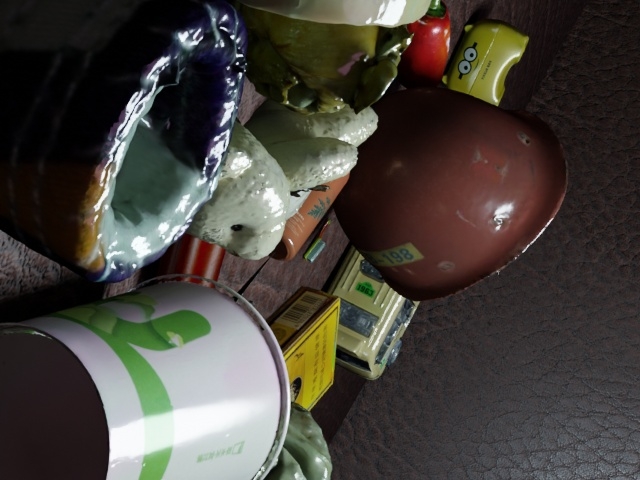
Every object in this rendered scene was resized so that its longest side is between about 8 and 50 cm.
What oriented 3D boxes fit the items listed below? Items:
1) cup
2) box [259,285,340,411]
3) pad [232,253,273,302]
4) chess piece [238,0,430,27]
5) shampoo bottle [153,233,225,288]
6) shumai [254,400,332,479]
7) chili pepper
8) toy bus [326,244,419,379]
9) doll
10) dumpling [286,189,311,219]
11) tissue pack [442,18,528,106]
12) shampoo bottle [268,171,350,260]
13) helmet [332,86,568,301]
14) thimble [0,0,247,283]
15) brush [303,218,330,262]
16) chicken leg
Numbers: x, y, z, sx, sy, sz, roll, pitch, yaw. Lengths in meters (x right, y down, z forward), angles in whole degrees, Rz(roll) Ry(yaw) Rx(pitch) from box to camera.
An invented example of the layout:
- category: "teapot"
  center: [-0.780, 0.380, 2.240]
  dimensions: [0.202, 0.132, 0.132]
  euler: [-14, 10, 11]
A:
- category: "cup"
  center: [-0.197, 0.162, 0.967]
  dimensions: [0.274, 0.253, 0.253]
  euler: [-3, 121, -64]
- category: "box"
  center: [-0.068, 0.233, 1.782]
  dimensions: [0.301, 0.084, 0.193]
  euler: [-42, 142, -54]
- category: "pad"
  center: [-0.142, 0.117, 1.331]
  dimensions: [0.159, 0.009, 0.265]
  euler: [-54, -175, -33]
- category: "chess piece"
  center: [0.035, -0.398, 0.734]
  dimensions: [0.234, 0.234, 0.442]
  euler: [-40, 150, -56]
- category: "shampoo bottle"
  center: [-0.146, 0.017, 1.186]
  dimensions: [0.102, 0.064, 0.260]
  euler: [-44, 159, -53]
- category: "shumai"
  center: [-0.160, 0.241, 1.281]
  dimensions: [0.263, 0.309, 0.304]
  euler: [65, 18, -44]
- category: "chili pepper"
  center: [0.161, -0.311, 1.651]
  dimensions: [0.368, 0.091, 0.137]
  euler: [89, 14, -77]
- category: "toy bus"
  center: [0.118, 0.086, 2.081]
  dimensions: [0.365, 0.176, 0.202]
  euler: [-62, 163, -9]
- category: "doll"
  center: [-0.053, -0.077, 1.035]
  dimensions: [0.175, 0.149, 0.278]
  euler: [-19, -168, 46]
- category: "dumpling"
  center: [-0.039, -0.090, 1.299]
  dimensions: [0.177, 0.092, 0.150]
  euler: [-65, 165, 14]
- category: "tissue pack"
  center: [0.325, -0.353, 2.054]
  dimensions: [0.178, 0.127, 0.123]
  euler: [-66, 173, 22]
- category: "shampoo bottle"
  center: [-0.011, -0.082, 1.449]
  dimensions: [0.244, 0.085, 0.085]
  euler: [-55, 166, -28]
- category: "helmet"
  center: [0.151, -0.104, 1.567]
  dimensions: [0.385, 0.230, 0.338]
  euler: [0, -117, 55]
- category: "thimble"
  center: [-0.157, -0.091, 0.753]
  dimensions: [0.237, 0.150, 0.237]
  euler: [-58, 167, -22]
- category: "brush"
  center: [0.000, 0.000, 1.783]
  dimensions: [0.083, 0.021, 0.019]
  euler: [-58, 164, -14]
- category: "chicken leg"
  center: [0.028, -0.257, 1.070]
  dimensions: [0.153, 0.201, 0.429]
  euler: [64, 29, -21]
